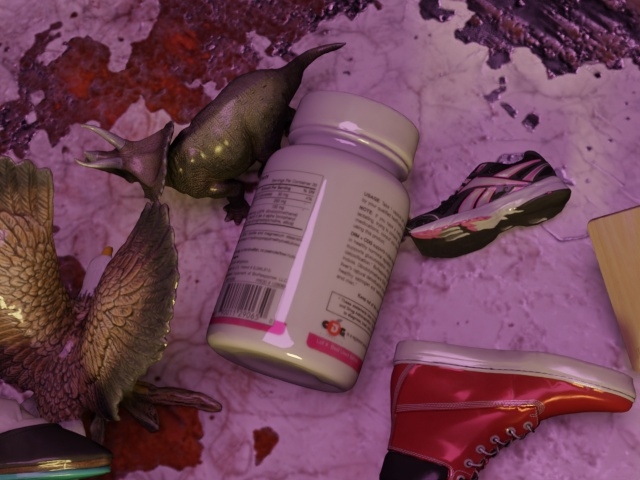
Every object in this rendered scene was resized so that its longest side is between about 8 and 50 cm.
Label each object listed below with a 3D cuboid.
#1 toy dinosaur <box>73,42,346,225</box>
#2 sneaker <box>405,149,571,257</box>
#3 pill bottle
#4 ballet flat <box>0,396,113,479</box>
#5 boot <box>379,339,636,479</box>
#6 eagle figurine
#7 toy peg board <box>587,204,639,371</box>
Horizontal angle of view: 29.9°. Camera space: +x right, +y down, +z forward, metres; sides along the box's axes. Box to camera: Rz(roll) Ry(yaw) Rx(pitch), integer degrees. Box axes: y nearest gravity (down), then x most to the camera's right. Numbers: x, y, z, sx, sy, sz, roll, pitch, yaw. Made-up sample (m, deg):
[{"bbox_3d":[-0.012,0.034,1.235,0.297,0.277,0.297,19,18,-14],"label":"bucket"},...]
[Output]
[{"bbox_3d":[-0.090,-0.113,1.286,0.314,0.160,0.121,-30,70,-1],"label":"toy dinosaur"},{"bbox_3d":[0.172,-0.042,1.281,0.178,0.072,0.077,-18,58,-6],"label":"sneaker"},{"bbox_3d":[0.000,0.000,1.234,0.160,0.160,0.283,15,74,13],"label":"pill bottle"},{"bbox_3d":[-0.332,0.199,1.120,0.281,0.095,0.096,-15,77,10],"label":"ballet flat"},{"bbox_3d":[0.183,0.198,1.184,0.244,0.088,0.176,2,72,18],"label":"boot"},{"bbox_3d":[-0.239,0.078,1.171,0.226,0.298,0.225,-20,57,-11],"label":"eagle figurine"},{"bbox_3d":[0.372,0.030,1.203,0.161,0.079,0.161,-17,94,19],"label":"toy peg board"}]
